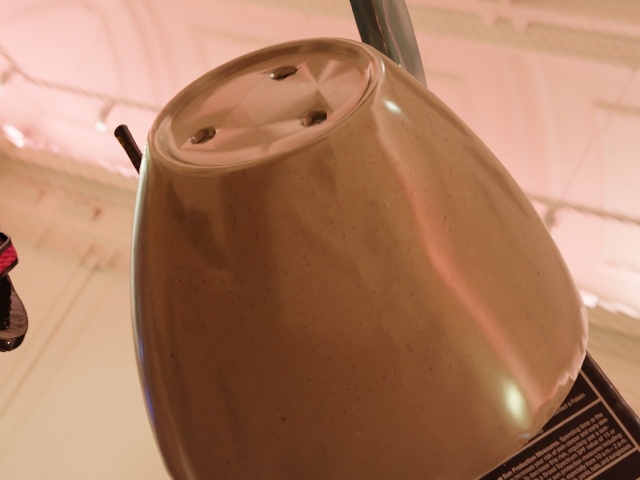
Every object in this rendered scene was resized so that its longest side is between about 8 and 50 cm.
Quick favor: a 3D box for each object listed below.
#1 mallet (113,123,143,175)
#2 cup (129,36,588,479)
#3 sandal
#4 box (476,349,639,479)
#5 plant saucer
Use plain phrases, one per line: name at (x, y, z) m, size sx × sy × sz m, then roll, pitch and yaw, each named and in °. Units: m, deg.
mallet at (-0.142, -0.024, 1.418) m, size 0.189 × 0.039 × 0.062 m, roll 55°, pitch -26°, yaw 29°
cup at (0.000, 0.000, 1.082) m, size 0.331 × 0.331 × 0.237 m, roll 13°, pitch -46°, yaw 42°
sandal at (-0.216, 0.006, 0.946) m, size 0.067 × 0.040 × 0.179 m, roll 10°, pitch 29°, yaw -25°
box at (0.181, 0.265, 1.497) m, size 0.294 × 0.296 × 0.182 m, roll 56°, pitch -7°, yaw 24°
plant saucer at (0.074, -0.264, 1.863) m, size 0.317 × 0.044 × 0.317 m, roll 162°, pitch -90°, yaw -90°
